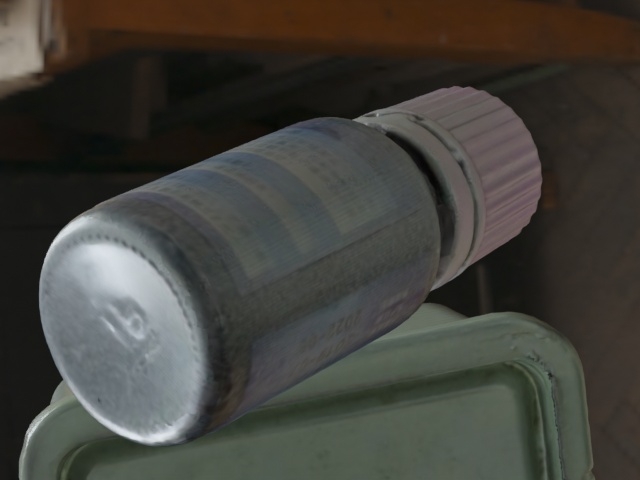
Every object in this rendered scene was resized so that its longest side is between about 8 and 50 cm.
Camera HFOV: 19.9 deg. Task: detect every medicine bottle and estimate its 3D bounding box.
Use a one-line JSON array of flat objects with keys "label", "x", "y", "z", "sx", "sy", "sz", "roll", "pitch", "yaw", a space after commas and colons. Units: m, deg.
[{"label": "medicine bottle", "x": 0.000, "y": 0.000, "z": 0.641, "sx": 0.083, "sy": 0.203, "sz": 0.083, "roll": 17, "pitch": 117, "yaw": 36}]

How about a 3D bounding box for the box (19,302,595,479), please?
[{"label": "box", "x": -0.014, "y": 0.131, "z": 1.068, "sx": 0.182, "sy": 0.312, "sz": 0.175, "roll": -137, "pitch": 37, "yaw": -75}]
